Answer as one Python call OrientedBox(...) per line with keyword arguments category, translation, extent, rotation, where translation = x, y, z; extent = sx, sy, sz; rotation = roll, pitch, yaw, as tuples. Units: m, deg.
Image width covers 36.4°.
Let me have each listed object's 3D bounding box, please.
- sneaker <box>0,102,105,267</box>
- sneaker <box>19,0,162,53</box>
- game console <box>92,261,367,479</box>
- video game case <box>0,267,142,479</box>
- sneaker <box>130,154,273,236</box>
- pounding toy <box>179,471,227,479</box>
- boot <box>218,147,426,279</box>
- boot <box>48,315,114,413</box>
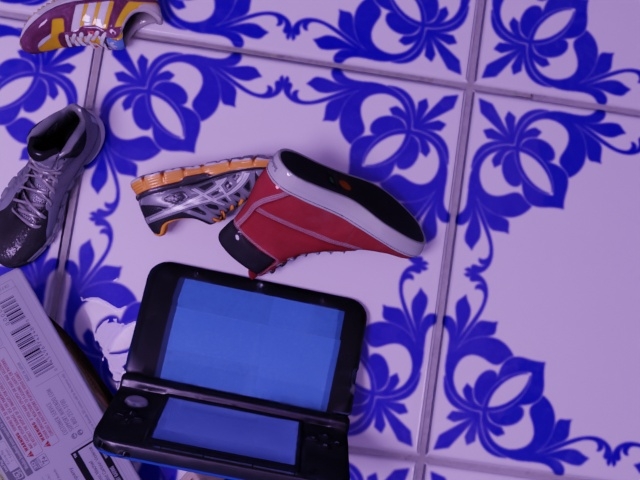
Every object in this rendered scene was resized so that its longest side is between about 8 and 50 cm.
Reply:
OrientedBox(category="sneaker", translation=(-0.355, -0.076, 1.207), extent=(0.086, 0.132, 0.229), rotation=(27, 83, 0))
OrientedBox(category="sneaker", translation=(-0.297, -0.277, 1.261), extent=(0.185, 0.069, 0.084), rotation=(-30, 82, -4))
OrientedBox(category="game console", translation=(-0.096, 0.157, 1.168), extent=(0.293, 0.250, 0.173), rotation=(11, 101, -2))
OrientedBox(category="video game case", translation=(-0.398, 0.244, 1.109), extent=(0.300, 0.036, 0.329), rotation=(-31, 98, -22))
OrientedBox(category="sneaker", translation=(-0.131, -0.062, 1.250), extent=(0.214, 0.084, 0.083), rotation=(-11, 95, 1))
OrientedBox(category="pounding toy", translation=(-0.132, 0.354, 1.187), extent=(0.206, 0.181, 0.094), rotation=(-49, 60, 24))
OrientedBox(category="boot", translation=(0.000, 0.000, 1.252), extent=(0.244, 0.088, 0.176), rotation=(23, 121, -26))
OrientedBox(category="boot", translation=(-0.352, 0.208, 1.208), extent=(0.165, 0.077, 0.213), rotation=(-34, 91, -5))
